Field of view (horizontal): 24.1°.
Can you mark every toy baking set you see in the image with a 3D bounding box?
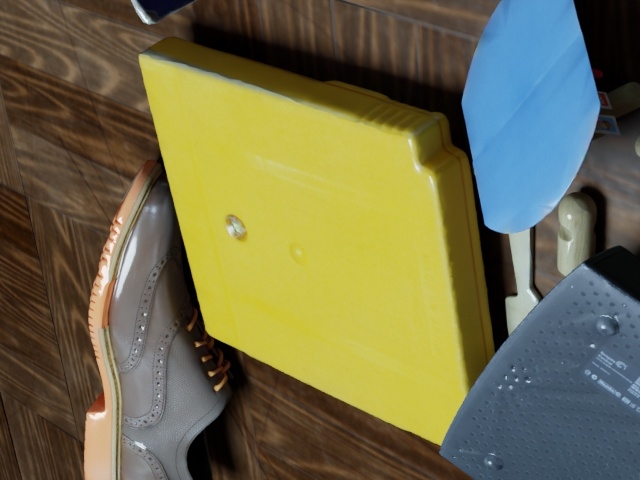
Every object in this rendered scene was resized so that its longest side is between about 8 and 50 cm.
[{"bbox_3d":[0.179,0.005,0.994,0.256,0.030,0.197,-19,100,54],"label":"toy baking set"}]

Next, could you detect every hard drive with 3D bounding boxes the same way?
[{"bbox_3d":[0.194,0.116,1.004,0.172,0.054,0.255,35,141,7],"label":"hard drive"}]

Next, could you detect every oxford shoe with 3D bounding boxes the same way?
[{"bbox_3d":[-0.140,0.093,1.409,0.132,0.130,0.364,11,123,7],"label":"oxford shoe"}]

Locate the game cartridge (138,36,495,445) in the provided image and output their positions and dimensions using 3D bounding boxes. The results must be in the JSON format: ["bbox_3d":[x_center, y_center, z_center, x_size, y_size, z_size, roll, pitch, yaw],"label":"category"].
[{"bbox_3d":[0.000,0.000,1.181,0.323,0.052,0.285,21,133,41],"label":"game cartridge"}]

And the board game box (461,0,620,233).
[{"bbox_3d":[0.140,-0.084,0.934,0.133,0.033,0.169,126,146,-47],"label":"board game box"}]

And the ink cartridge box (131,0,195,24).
[{"bbox_3d":[0.004,-0.299,0.612,0.071,0.330,0.324,0,119,49],"label":"ink cartridge box"}]
